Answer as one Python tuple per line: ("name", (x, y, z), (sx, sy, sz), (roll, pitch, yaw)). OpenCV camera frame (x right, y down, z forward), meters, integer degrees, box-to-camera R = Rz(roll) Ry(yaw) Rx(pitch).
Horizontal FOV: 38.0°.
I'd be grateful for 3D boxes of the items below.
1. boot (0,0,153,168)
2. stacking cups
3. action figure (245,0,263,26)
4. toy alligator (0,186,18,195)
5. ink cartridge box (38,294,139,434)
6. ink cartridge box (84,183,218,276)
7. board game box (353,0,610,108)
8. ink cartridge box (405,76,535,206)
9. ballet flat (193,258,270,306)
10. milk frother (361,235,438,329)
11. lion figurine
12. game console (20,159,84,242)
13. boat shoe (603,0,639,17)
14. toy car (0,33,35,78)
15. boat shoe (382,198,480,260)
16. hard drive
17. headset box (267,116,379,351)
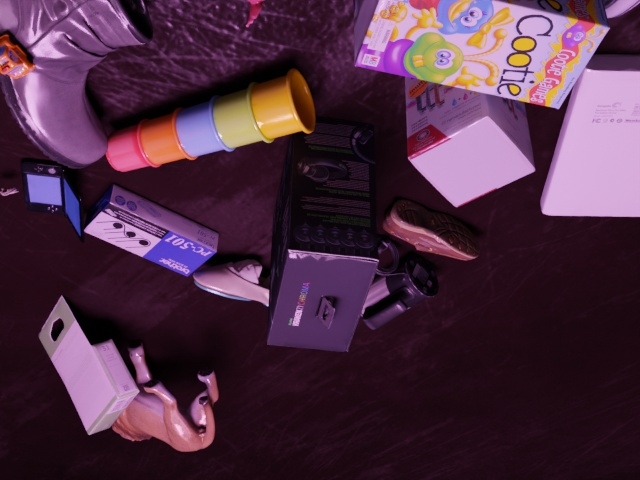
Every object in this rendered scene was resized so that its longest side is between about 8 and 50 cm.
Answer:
("boot", (-0.317, -0.242, 1.242), (0.223, 0.118, 0.338), (-14, 138, 15))
("stacking cups", (-0.170, -0.165, 1.357), (0.316, 0.096, 0.096), (-12, 140, 17))
("action figure", (0.005, -0.369, 0.977), (0.248, 0.275, 0.370), (15, 126, -27))
("toy alligator", (-0.577, -0.080, 1.507), (0.190, 0.056, 0.051), (-14, 99, 17))
("ink cartridge box", (-0.455, 0.238, 1.811), (0.056, 0.235, 0.171), (-15, 156, -42))
("ink cartridge box", (-0.287, -0.014, 1.586), (0.207, 0.046, 0.097), (26, 136, -28))
("board game box", (0.192, -0.285, 1.160), (0.275, 0.142, 0.144), (9, 141, -11))
("ink cartridge box", (0.202, -0.166, 1.284), (0.128, 0.176, 0.127), (-27, 131, 30))
("ballet flat", (-0.107, 0.077, 1.682), (0.248, 0.086, 0.086), (21, 137, -26))
("milk frother", (0.110, 0.072, 1.664), (0.135, 0.129, 0.143), (-34, 87, 35))
("lion figurine", (-0.318, 0.344, 1.864), (0.392, 0.142, 0.240), (19, 128, 47))
("game console", (-0.433, -0.062, 1.507), (0.107, 0.071, 0.122), (6, 141, -7))
("boat shoe", (0.433, -0.346, 1.126), (0.076, 0.083, 0.226), (22, 136, -23))
("toy car", (-0.429, -0.220, 1.179), (0.122, 0.040, 0.060), (-10, 127, 11))
("boat shoe", (0.186, -0.011, 1.573), (0.178, 0.064, 0.060), (24, 142, -17))
("hard drive", (0.464, -0.150, 1.407), (0.203, 0.040, 0.307), (1, 142, 0))
("headset box", (0.000, 0.000, 1.410), (0.131, 0.283, 0.246), (7, 140, -7))
